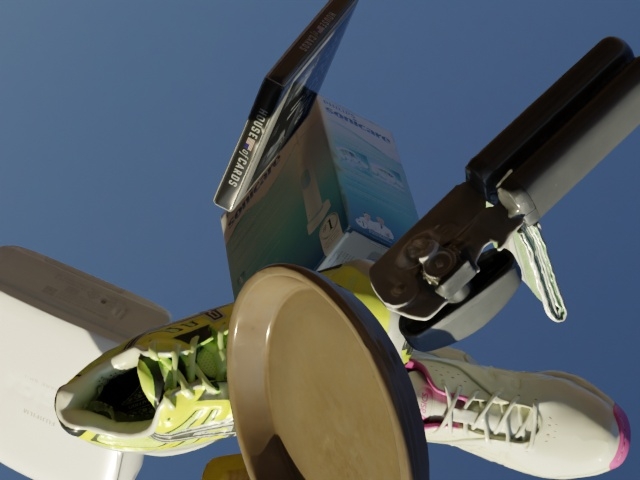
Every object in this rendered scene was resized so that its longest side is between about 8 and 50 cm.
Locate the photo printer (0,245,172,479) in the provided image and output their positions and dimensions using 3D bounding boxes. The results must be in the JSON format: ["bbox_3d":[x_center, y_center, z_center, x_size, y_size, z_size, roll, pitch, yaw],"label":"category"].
[{"bbox_3d":[-0.329,0.182,2.324,0.107,0.256,0.307,-54,164,-52],"label":"photo printer"}]

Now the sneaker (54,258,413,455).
[{"bbox_3d":[-0.081,0.127,1.722,0.385,0.147,0.145,-26,-103,30],"label":"sneaker"}]

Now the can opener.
[{"bbox_3d":[0.156,-0.032,1.418,0.283,0.095,0.076,-42,-133,-10],"label":"can opener"}]

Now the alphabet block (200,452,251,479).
[{"bbox_3d":[-0.026,0.354,1.996,0.192,0.197,0.193,-13,-148,21],"label":"alphabet block"}]

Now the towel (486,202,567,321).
[{"bbox_3d":[0.183,0.003,1.735,0.023,0.113,0.152,-24,-153,-6],"label":"towel"}]

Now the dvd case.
[{"bbox_3d":[-0.036,-0.158,2.030,0.238,0.030,0.179,-54,172,-52],"label":"dvd case"}]

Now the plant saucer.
[{"bbox_3d":[0.006,0.150,1.497,0.041,0.277,0.278,-14,-173,-30],"label":"plant saucer"}]

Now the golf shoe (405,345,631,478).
[{"bbox_3d":[0.159,0.176,1.854,0.306,0.140,0.115,11,-82,37],"label":"golf shoe"}]

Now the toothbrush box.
[{"bbox_3d":[0.000,0.000,2.173,0.216,0.126,0.295,-53,-152,24],"label":"toothbrush box"}]
